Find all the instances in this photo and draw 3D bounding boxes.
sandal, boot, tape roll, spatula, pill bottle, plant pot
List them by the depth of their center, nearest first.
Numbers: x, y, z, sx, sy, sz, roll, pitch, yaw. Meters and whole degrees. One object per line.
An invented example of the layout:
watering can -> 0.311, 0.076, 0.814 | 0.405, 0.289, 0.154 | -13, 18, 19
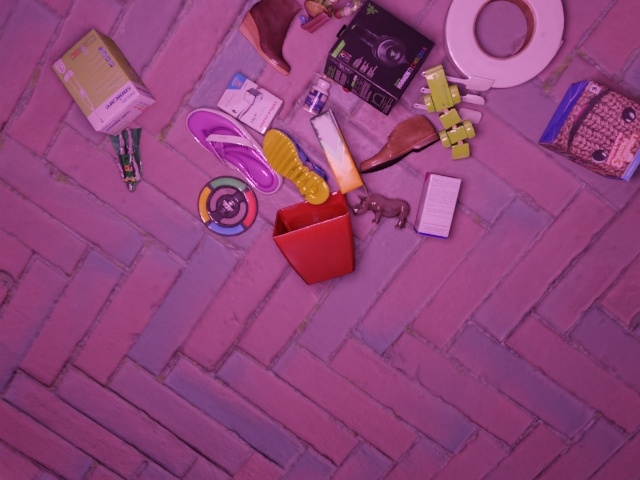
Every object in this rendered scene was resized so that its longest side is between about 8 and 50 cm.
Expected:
tape roll -> 0.612, -0.711, 1.632 | 0.391, 0.072, 0.392 | 1, 102, 3
boot -> -0.140, -0.720, 1.662 | 0.207, 0.090, 0.248 | -42, 93, 13
spatula -> 0.453, -0.496, 1.680 | 0.241, 0.019, 0.168 | 10, 135, 2
pill bottle -> -0.012, -0.506, 1.714 | 0.067, 0.067, 0.120 | 27, 102, -3
boot -> 0.263, -0.337, 1.726 | 0.305, 0.112, 0.115 | -28, 88, 0
sandal -> -0.308, -0.319, 1.732 | 0.416, 0.102, 0.169 | 37, 122, -6
sandal -> -0.081, -0.268, 1.739 | 0.126, 0.138, 0.317 | -37, 96, 24
plant pot -> 0.000, 0.000, 1.741 | 0.267, 0.267, 0.236 | -17, 113, 7

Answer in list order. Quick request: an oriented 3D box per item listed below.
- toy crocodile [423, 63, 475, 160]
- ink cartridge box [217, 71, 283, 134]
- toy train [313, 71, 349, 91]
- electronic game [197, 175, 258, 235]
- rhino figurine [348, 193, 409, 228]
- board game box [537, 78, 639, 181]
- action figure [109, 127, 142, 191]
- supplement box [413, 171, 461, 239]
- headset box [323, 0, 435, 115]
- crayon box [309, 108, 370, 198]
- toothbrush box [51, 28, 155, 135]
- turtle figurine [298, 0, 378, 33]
toy crocodile -> 0.439, -0.429, 1.659 | 0.115, 0.105, 0.341 | -22, 110, 19
ink cartridge box -> -0.245, -0.480, 1.719 | 0.190, 0.082, 0.140 | 31, 93, -3
toy train -> 0.116, -0.592, 1.676 | 0.248, 0.105, 0.143 | 25, 92, -2
electronic game -> -0.349, -0.128, 1.825 | 0.229, 0.048, 0.229 | 1, 102, 3
rhino figurine -> 0.215, -0.113, 1.766 | 0.243, 0.073, 0.106 | 10, 103, -14
board game box -> 0.949, -0.371, 1.651 | 0.291, 0.141, 0.232 | 25, 103, -2
action figure -> -0.713, -0.296, 1.801 | 0.137, 0.063, 0.232 | -4, 99, 14
supplement box -> 0.418, -0.128, 1.750 | 0.113, 0.111, 0.220 | 9, 103, 1
headset box -> 0.179, -0.597, 1.574 | 0.283, 0.131, 0.246 | 34, 78, 0
crayon box -> 0.069, -0.287, 1.687 | 0.083, 0.203, 0.323 | -24, 100, 8
toothbrush box -> -0.755, -0.547, 1.697 | 0.206, 0.122, 0.283 | -36, 86, 10
turtle figurine -> 0.034, -0.811, 1.547 | 0.274, 0.266, 0.198 | -24, 98, 5
